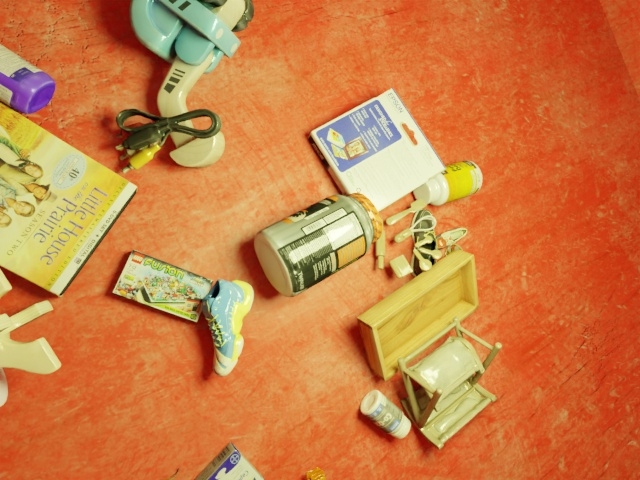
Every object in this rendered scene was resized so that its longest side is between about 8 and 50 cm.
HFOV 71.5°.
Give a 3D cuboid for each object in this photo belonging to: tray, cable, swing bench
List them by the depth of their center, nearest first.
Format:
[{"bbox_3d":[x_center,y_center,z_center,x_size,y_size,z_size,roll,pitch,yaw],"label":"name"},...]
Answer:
[{"bbox_3d":[-0.373,-0.268,1.068,0.287,0.072,0.139,-16,83,7],"label":"cable"},{"bbox_3d":[0.372,0.410,1.293,0.253,0.165,0.254,-27,126,-26],"label":"swing bench"},{"bbox_3d":[0.301,0.211,1.317,0.411,0.076,0.203,-29,120,-24],"label":"tray"}]

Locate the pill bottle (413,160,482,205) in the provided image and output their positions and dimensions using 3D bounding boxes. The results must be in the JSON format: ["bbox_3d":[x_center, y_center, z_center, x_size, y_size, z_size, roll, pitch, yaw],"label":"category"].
[{"bbox_3d":[0.409,-0.182,1.441,0.215,0.117,0.117,-19,89,-25],"label":"pill bottle"}]

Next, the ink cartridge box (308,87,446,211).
[{"bbox_3d":[0.170,-0.258,1.338,0.307,0.072,0.303,-31,87,-16],"label":"ink cartridge box"}]

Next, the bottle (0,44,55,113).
[{"bbox_3d":[-0.743,-0.395,0.971,0.283,0.092,0.118,32,28,-16],"label":"bottle"}]

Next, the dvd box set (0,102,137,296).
[{"bbox_3d":[-0.680,-0.109,0.982,0.420,0.062,0.307,34,70,-15],"label":"dvd box set"}]

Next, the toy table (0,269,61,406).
[{"bbox_3d":[-0.651,0.180,0.865,0.161,0.252,0.274,-31,107,-9],"label":"toy table"}]

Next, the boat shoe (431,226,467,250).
[{"bbox_3d":[0.422,-0.007,1.460,0.137,0.043,0.049,-24,93,-24],"label":"boat shoe"}]

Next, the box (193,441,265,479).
[{"bbox_3d":[-0.214,0.590,1.071,0.126,0.072,0.137,-43,100,-23],"label":"box"}]

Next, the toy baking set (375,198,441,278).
[{"bbox_3d":[0.262,-0.006,1.357,0.197,0.030,0.256,-2,68,-1],"label":"toy baking set"}]

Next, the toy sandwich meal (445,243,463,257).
[{"bbox_3d":[0.451,0.051,1.470,0.085,0.029,0.085,4,80,-23],"label":"toy sandwich meal"}]

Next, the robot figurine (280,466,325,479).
[{"bbox_3d":[-0.041,0.745,1.115,0.211,0.085,0.291,-6,84,-23],"label":"robot figurine"}]

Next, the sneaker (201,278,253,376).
[{"bbox_3d":[-0.251,0.205,1.096,0.126,0.091,0.240,28,61,-35],"label":"sneaker"}]

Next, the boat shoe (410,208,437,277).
[{"bbox_3d":[0.334,0.006,1.405,0.081,0.069,0.227,9,78,-22],"label":"boat shoe"}]

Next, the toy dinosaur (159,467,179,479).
[{"bbox_3d":[-0.381,0.574,1.031,0.082,0.047,0.090,15,38,-8],"label":"toy dinosaur"}]

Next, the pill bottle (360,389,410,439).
[{"bbox_3d":[0.185,0.494,1.258,0.137,0.078,0.078,42,68,-12],"label":"pill bottle"}]

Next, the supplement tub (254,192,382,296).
[{"bbox_3d":[0.000,0.000,1.191,0.316,0.193,0.193,-28,93,-25],"label":"supplement tub"}]

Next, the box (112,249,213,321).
[{"bbox_3d":[-0.382,0.113,1.092,0.207,0.036,0.114,24,73,-19],"label":"box"}]

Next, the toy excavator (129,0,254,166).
[{"bbox_3d":[-0.340,-0.466,1.115,0.433,0.222,0.445,38,100,2],"label":"toy excavator"}]
